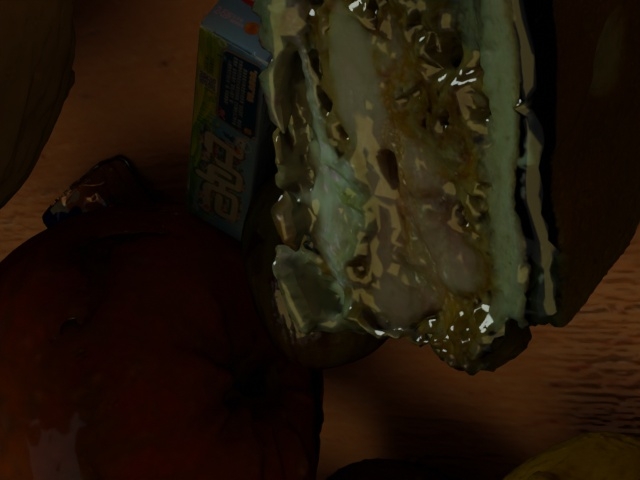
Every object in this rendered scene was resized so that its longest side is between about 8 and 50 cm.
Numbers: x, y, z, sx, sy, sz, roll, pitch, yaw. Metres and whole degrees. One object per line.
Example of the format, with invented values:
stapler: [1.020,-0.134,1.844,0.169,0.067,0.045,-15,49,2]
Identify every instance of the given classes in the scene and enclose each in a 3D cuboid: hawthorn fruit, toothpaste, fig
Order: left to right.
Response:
hawthorn fruit: [-0.147,0.112,1.277,0.307,0.276,0.276,-7,128,47]
toothpaste: [-0.057,-0.078,1.129,0.070,0.044,0.193,30,149,12]
fig: [0.000,0.000,1.127,0.109,0.103,0.155,41,145,44]

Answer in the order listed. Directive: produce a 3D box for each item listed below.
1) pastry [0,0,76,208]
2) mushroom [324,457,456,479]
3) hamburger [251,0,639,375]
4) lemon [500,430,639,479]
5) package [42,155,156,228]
pastry: [-0.335,-0.137,1.058,0.388,0.388,0.313,1,93,46]
mushroom: [0.080,0.263,1.297,0.253,0.153,0.253,53,-168,-16]
hamburger: [0.074,-0.075,0.875,0.167,0.192,0.288,11,119,28]
lemon: [0.188,0.224,1.147,0.188,0.188,0.257,2,137,45]
package: [-0.150,-0.015,1.330,0.110,0.033,0.077,-29,95,36]
